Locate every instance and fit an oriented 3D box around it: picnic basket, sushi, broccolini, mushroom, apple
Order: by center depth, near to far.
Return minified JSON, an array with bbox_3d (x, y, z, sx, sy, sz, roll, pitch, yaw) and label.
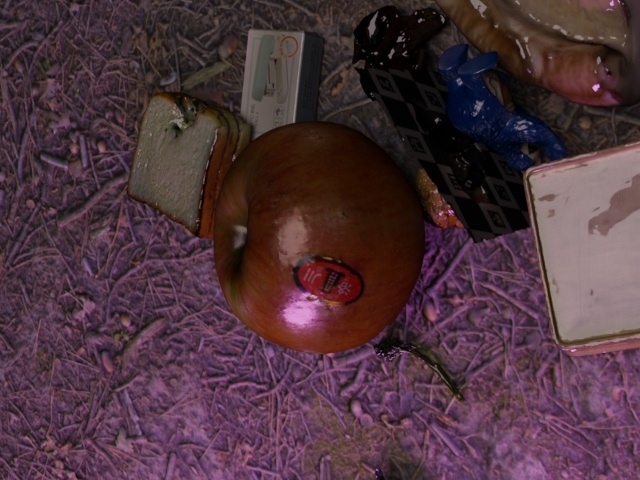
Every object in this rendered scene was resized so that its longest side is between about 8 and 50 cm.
[{"bbox_3d":[0.474,0.017,1.650,0.228,0.175,0.312,-13,82,29],"label":"picnic basket"},{"bbox_3d":[0.354,-0.392,1.707,0.397,0.224,0.313,11,120,43],"label":"mushroom"},{"bbox_3d":[0.208,-0.134,1.711,0.069,0.320,0.339,-42,74,32],"label":"sushi"},{"bbox_3d":[0.000,0.000,1.802,0.400,0.334,0.400,-175,90,-66],"label":"apple"},{"bbox_3d":[0.186,0.229,1.886,0.194,0.054,0.052,28,85,23],"label":"broccolini"}]

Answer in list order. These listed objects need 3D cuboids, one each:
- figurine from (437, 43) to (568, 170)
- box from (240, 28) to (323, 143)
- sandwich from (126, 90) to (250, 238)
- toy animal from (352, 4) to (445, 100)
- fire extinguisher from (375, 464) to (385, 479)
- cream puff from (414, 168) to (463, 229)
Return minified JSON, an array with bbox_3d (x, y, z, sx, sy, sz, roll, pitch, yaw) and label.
[{"bbox_3d":[0.286,-0.203,1.716,0.121,0.164,0.262,-41,109,2],"label":"figurine"},{"bbox_3d":[-0.078,-0.269,1.988,0.135,0.079,0.269,9,96,29],"label":"box"},{"bbox_3d":[-0.263,-0.159,2.036,0.273,0.095,0.248,26,107,45],"label":"sandwich"},{"bbox_3d":[0.145,-0.346,1.874,0.180,0.116,0.218,-28,47,0],"label":"toy animal"},{"bbox_3d":[0.158,0.548,1.881,0.093,0.118,0.294,-23,79,-8],"label":"fire extinguisher"},{"bbox_3d":[0.216,-0.075,1.806,0.104,0.133,0.119,-41,38,1],"label":"cream puff"}]
